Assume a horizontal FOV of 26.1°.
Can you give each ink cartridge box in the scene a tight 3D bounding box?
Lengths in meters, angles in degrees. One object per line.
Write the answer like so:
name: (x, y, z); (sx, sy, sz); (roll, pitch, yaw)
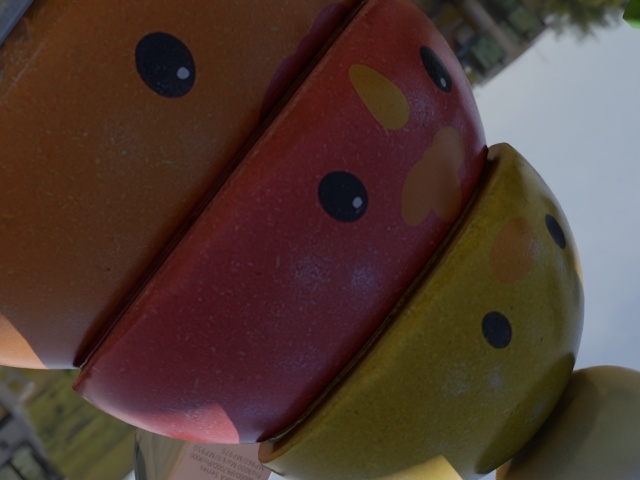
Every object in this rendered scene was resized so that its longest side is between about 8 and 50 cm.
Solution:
ink cartridge box: (-0.162, 0.282, 1.331); (0.385, 0.091, 0.308); (-62, -168, 1)

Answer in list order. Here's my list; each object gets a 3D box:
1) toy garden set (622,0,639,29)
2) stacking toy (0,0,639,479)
toy garden set: (0.299, -0.208, 0.739); (0.204, 0.049, 0.244); (17, -101, 51)
stacking toy: (0.020, 0.013, 0.724); (0.350, 0.480, 0.350); (-54, -175, 7)
